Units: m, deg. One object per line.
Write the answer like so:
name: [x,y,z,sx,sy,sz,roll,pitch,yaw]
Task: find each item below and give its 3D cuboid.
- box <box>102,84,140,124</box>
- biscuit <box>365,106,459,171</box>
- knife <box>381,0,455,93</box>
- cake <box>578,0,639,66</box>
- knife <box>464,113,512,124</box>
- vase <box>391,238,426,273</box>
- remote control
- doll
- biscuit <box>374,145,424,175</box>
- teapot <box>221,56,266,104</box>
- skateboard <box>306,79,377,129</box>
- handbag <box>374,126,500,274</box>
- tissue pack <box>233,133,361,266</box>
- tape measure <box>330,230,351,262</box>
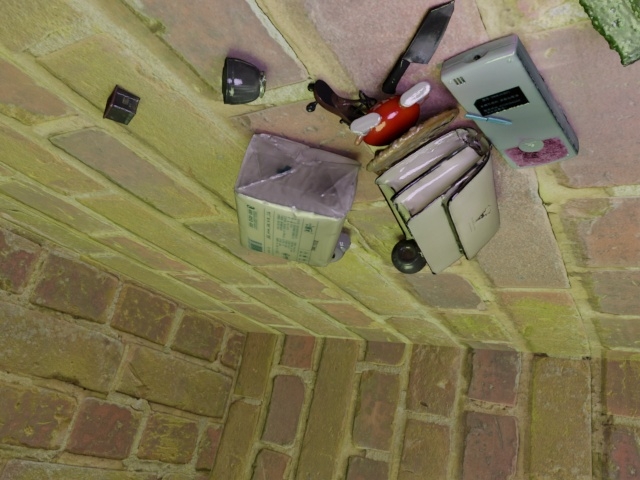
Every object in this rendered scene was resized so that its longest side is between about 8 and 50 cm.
box: [-0.485,-0.325,1.207,0.063,0.060,0.085,17,158,-33]
biscuit: [0.187,-0.202,1.009,0.033,0.220,0.220,58,151,2]
knife: [0.177,-0.339,0.885,0.060,0.028,0.230,5,157,-15]
cake: [0.403,-0.371,0.677,0.235,0.099,0.100,42,150,-15]
knife: [0.322,-0.232,0.950,0.091,0.005,0.014,11,160,2]
vase: [0.305,0.059,1.670,0.120,0.120,0.183,4,170,18]
remote control: [0.376,-0.247,0.959,0.145,0.050,0.344,-8,151,41]
doll: [0.142,-0.247,0.983,0.183,0.085,0.217,-30,175,12]
biscuit: [0.216,-0.178,1.229,0.182,0.034,0.215,-3,153,32]
teapot: [-0.158,-0.329,1.024,0.091,0.124,0.092,2,119,-16]
skateboard: [0.047,-0.288,1.032,0.152,0.067,0.080,18,148,-29]
handbag: [0.303,-0.080,1.173,0.237,0.160,0.358,-37,149,4]
tissue pack: [-0.070,-0.091,1.356,0.298,0.207,0.380,15,157,-2]
tape measure: [-0.004,0.001,1.695,0.196,0.105,0.178,20,149,-23]
